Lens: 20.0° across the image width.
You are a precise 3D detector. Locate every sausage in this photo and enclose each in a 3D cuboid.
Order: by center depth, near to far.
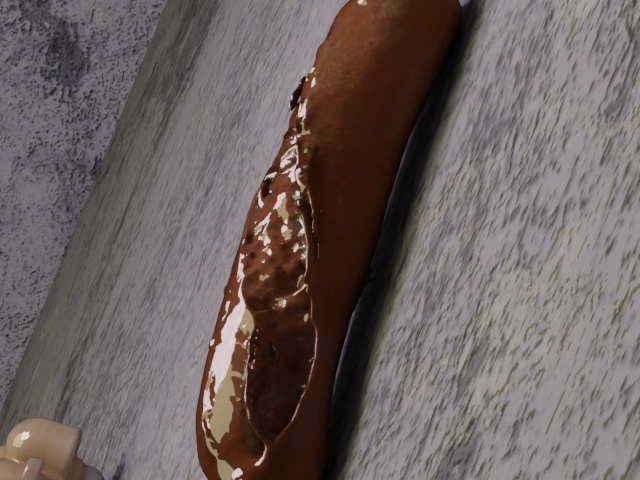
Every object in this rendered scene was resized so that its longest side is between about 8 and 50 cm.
[{"bbox_3d":[-0.001,-0.001,0.955,0.087,0.079,0.326,-3,63,48],"label":"sausage"}]

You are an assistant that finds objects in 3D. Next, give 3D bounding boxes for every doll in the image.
[{"bbox_3d":[-0.253,0.259,1.538,0.278,0.119,0.154,114,173,-60],"label":"doll"}]
